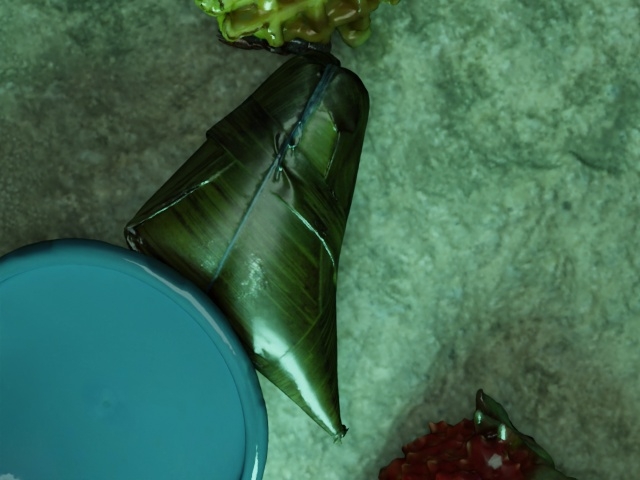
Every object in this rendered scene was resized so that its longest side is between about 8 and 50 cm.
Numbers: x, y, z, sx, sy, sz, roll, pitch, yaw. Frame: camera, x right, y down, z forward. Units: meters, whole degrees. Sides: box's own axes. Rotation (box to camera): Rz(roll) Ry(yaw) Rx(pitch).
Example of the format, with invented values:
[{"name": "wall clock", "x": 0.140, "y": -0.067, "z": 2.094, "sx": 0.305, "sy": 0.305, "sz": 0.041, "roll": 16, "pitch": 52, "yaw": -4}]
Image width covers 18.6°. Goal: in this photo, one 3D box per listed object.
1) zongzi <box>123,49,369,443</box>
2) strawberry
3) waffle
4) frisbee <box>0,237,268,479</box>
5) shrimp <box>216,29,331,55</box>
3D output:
[{"name": "zongzi", "x": 0.000, "y": 0.000, "z": 1.497, "sx": 0.242, "sy": 0.112, "sz": 0.221, "roll": 44, "pitch": 98, "yaw": 3}, {"name": "strawberry", "x": 0.107, "y": 0.290, "z": 1.488, "sx": 0.233, "sy": 0.138, "sz": 0.306, "roll": 39, "pitch": 89, "yaw": 0}, {"name": "waffle", "x": 0.006, "y": -0.252, "z": 1.460, "sx": 0.059, "sy": 0.243, "sz": 0.238, "roll": 45, "pitch": 116, "yaw": 40}, {"name": "frisbee", "x": -0.173, "y": 0.133, "z": 1.517, "sx": 0.289, "sy": 0.049, "sz": 0.290, "roll": 5, "pitch": 107, "yaw": 15}, {"name": "shrimp", "x": -0.037, "y": -0.165, "z": 1.541, "sx": 0.092, "sy": 0.038, "sz": 0.029, "roll": 4, "pitch": 49, "yaw": 2}]
